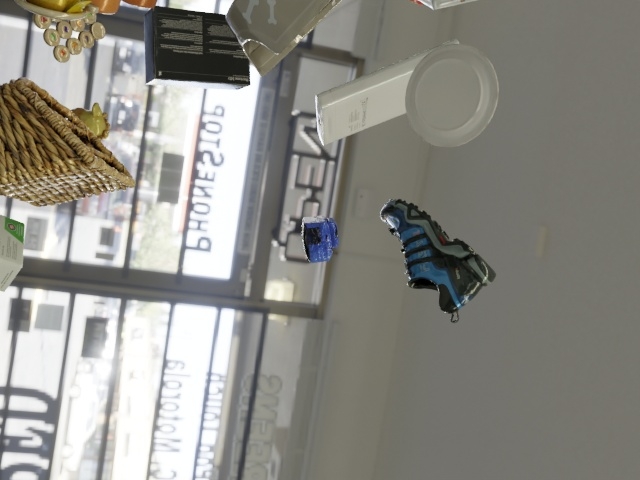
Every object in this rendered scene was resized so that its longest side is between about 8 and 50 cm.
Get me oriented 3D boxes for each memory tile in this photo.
[{"bbox_3d":[-0.517,-0.444,1.508,0.148,0.012,0.113,-53,131,-41],"label":"memory tile"}]

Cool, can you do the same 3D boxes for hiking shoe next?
[{"bbox_3d":[0.198,0.024,1.438,0.132,0.113,0.304,-48,-135,1],"label":"hiking shoe"}]

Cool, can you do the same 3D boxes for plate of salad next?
[{"bbox_3d":[0.258,-0.282,1.426,0.199,0.048,0.200,2,-87,35],"label":"plate of salad"}]

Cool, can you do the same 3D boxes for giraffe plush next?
[{"bbox_3d":[-0.671,-0.302,2.018,0.171,0.210,0.181,-57,-165,-25],"label":"giraffe plush"}]

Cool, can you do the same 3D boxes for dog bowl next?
[{"bbox_3d":[-0.001,-0.399,1.074,0.349,0.102,0.349,-44,-169,11],"label":"dog bowl"}]

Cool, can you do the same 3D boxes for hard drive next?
[{"bbox_3d":[0.160,-0.353,1.763,0.233,0.352,0.047,84,-16,-75],"label":"hard drive"}]

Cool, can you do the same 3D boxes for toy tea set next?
[{"bbox_3d":[-0.340,-0.397,0.998,0.336,0.199,0.124,-54,164,-65],"label":"toy tea set"}]

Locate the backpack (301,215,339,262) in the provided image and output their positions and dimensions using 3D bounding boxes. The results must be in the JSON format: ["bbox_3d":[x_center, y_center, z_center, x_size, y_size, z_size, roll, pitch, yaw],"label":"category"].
[{"bbox_3d":[0.000,0.000,1.976,0.098,0.101,0.120,-82,169,-76],"label":"backpack"}]

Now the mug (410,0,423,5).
[{"bbox_3d":[0.241,-0.654,1.728,0.113,0.150,0.169,-13,129,-59],"label":"mug"}]

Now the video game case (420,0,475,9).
[{"bbox_3d":[0.227,-0.394,1.135,0.157,0.143,0.019,-103,-179,-63],"label":"video game case"}]

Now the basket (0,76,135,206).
[{"bbox_3d":[-0.503,-0.198,1.382,0.299,0.222,0.214,65,14,-84],"label":"basket"}]

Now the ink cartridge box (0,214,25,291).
[{"bbox_3d":[-0.731,0.000,1.503,0.087,0.208,0.153,-48,-143,22],"label":"ink cartridge box"}]

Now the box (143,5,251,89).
[{"bbox_3d":[-0.321,-0.497,1.904,0.103,0.261,0.185,-1,-89,62],"label":"box"}]
